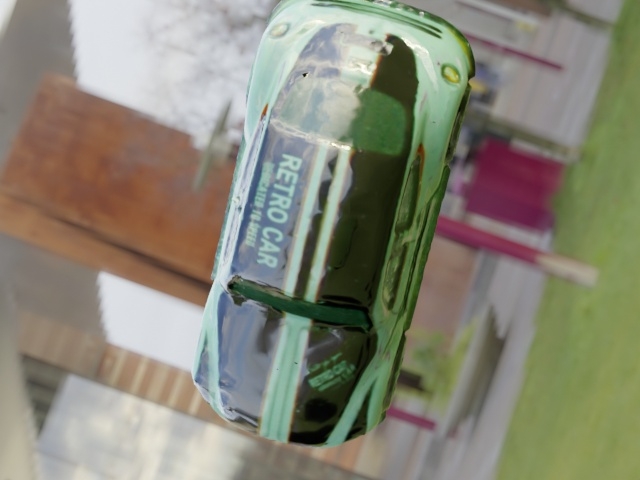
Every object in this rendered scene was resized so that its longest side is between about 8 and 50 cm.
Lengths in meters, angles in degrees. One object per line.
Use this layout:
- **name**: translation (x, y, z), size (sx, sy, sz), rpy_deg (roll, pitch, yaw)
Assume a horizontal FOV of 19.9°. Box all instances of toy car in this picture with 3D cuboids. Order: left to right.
- **toy car**: translation (0.000, 0.000, 1.140), size (0.125, 0.136, 0.305), rpy_deg (-60, -15, -72)
